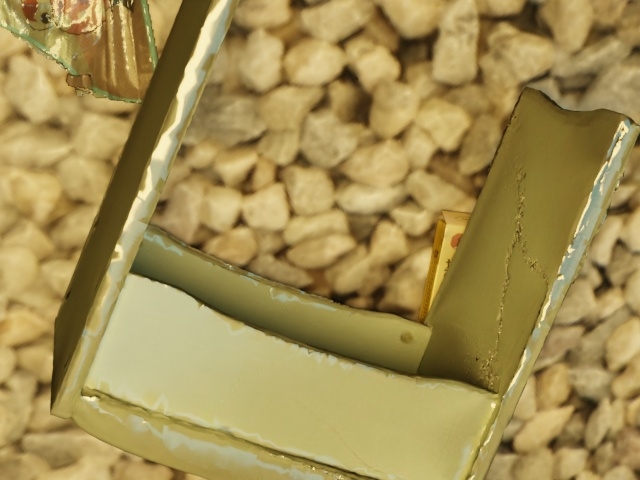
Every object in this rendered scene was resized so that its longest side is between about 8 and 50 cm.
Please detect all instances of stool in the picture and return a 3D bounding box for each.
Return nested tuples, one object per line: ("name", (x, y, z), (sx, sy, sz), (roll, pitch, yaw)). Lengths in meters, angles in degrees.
("stool", (0.000, 0.000, 0.752), (0.244, 0.170, 0.269), (21, 99, -16))

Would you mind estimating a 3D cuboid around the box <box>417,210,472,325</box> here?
("box", (0.104, 0.056, 0.887), (0.073, 0.020, 0.149), (6, 102, -16))

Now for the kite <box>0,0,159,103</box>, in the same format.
("kite", (-0.236, -0.202, 0.726), (0.406, 0.014, 0.368), (32, 93, -21))
